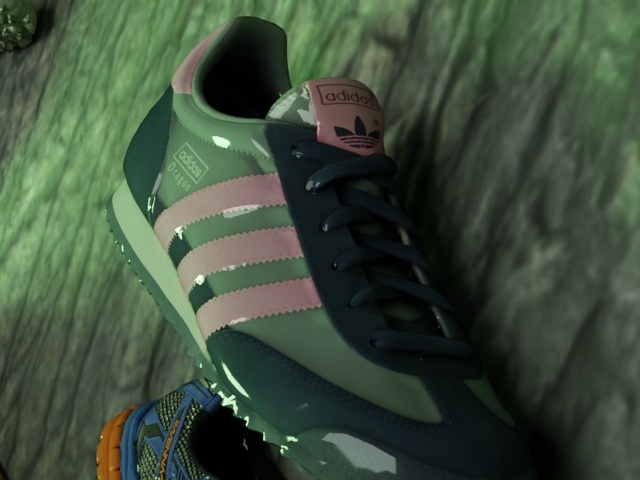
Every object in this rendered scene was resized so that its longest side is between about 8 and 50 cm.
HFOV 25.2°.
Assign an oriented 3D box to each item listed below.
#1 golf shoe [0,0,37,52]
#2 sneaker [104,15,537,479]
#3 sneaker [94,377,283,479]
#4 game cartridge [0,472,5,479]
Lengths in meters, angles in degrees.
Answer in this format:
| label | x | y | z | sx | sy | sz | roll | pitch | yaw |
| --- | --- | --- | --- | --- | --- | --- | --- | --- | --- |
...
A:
| label | x | y | z | sx | sy | sz | roll | pitch | yaw |
| --- | --- | --- | --- | --- | --- | --- | --- | --- | --- |
| golf shoe | -0.256 | -0.180 | 1.033 | 0.176 | 0.069 | 0.086 | 4 | 76 | 49 |
| sneaker | 0.000 | 0.000 | 0.641 | 0.319 | 0.112 | 0.131 | 43 | 115 | 45 |
| sneaker | -0.043 | 0.153 | 0.672 | 0.087 | 0.083 | 0.221 | -42 | 53 | 23 |
| game cartridge | -0.333 | 0.123 | 0.856 | 0.323 | 0.285 | 0.052 | 46 | 113 | 46 |
